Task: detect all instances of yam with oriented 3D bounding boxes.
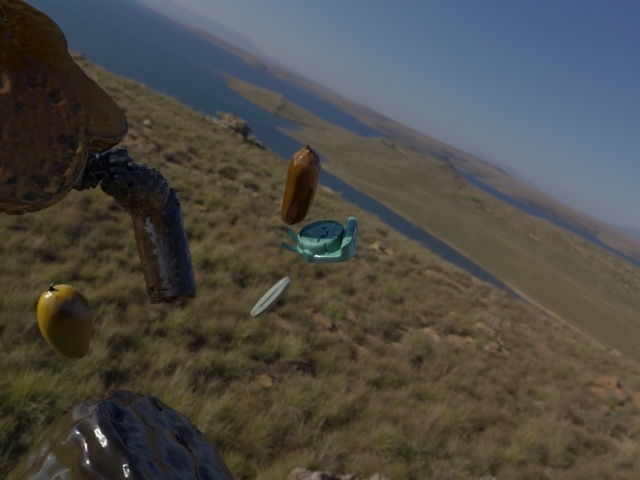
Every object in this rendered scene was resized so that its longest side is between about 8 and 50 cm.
[{"bbox_3d":[-0.368,0.007,1.199,0.130,0.280,0.131,-12,-3,-1],"label":"yam"}]

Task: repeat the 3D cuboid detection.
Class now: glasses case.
[{"bbox_3d":[-0.075,0.088,0.787,0.021,0.083,0.032,45,6,8],"label":"glasses case"}]

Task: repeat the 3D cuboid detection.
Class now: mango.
[{"bbox_3d":[-0.512,0.167,1.037,0.066,0.188,0.101,20,32,40],"label":"mango"}]

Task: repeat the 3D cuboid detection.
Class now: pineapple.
[{"bbox_3d":[-0.403,-0.124,0.995,0.237,0.111,0.119,36,42,-58],"label":"pineapple"}]

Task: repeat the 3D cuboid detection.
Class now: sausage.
[{"bbox_3d":[-0.034,-0.086,0.880,0.062,0.183,0.054,-17,52,-32],"label":"sausage"}]

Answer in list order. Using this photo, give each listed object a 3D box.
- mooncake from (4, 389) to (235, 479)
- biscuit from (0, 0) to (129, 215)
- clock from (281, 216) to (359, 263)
[{"bbox_3d":[-0.268,0.367,0.744,0.324,0.187,0.324,43,-5,5],"label":"mooncake"},{"bbox_3d":[-0.398,-0.186,0.670,0.287,0.057,0.344,5,61,-51],"label":"biscuit"},{"bbox_3d":[0.000,0.000,0.923,0.134,0.041,0.101,-5,33,13],"label":"clock"}]
